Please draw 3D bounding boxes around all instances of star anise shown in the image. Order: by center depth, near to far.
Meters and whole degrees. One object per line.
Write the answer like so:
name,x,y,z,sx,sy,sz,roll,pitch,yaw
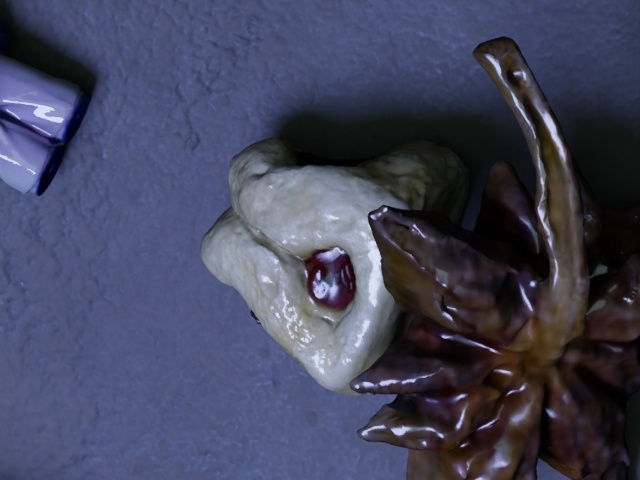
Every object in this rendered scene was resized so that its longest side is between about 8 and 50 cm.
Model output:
star anise,0.135,0.055,1.092,0.109,0.292,0.349,31,109,44

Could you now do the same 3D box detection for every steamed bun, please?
steamed bun,0.000,0.000,1.162,0.155,0.141,0.172,22,108,14

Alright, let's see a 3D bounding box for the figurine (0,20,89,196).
figurine,-0.309,-0.119,1.216,0.194,0.133,0.274,-42,91,2
